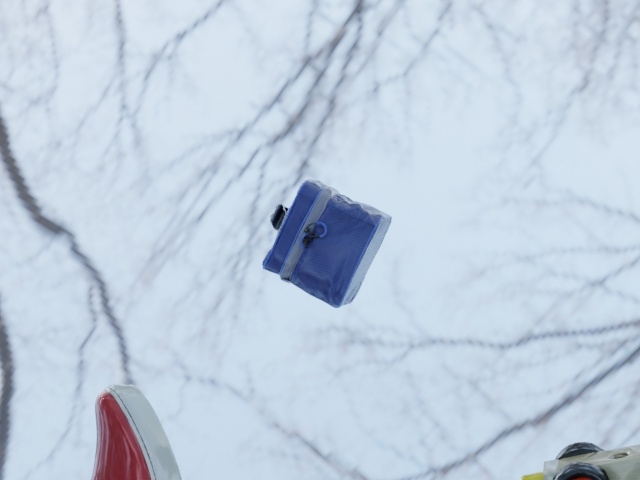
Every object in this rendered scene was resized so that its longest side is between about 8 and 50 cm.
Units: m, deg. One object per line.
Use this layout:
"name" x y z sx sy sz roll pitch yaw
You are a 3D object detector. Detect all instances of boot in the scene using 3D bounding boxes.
"boot" -0.202 0.248 1.585 0.176 0.244 0.088 -13 -162 -22

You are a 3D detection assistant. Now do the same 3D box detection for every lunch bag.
"lunch bag" 0.000 0.000 1.210 0.065 0.067 0.098 26 -177 7

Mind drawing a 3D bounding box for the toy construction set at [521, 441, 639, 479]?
"toy construction set" 0.268 0.262 1.550 0.328 0.151 0.215 -14 -80 -5
